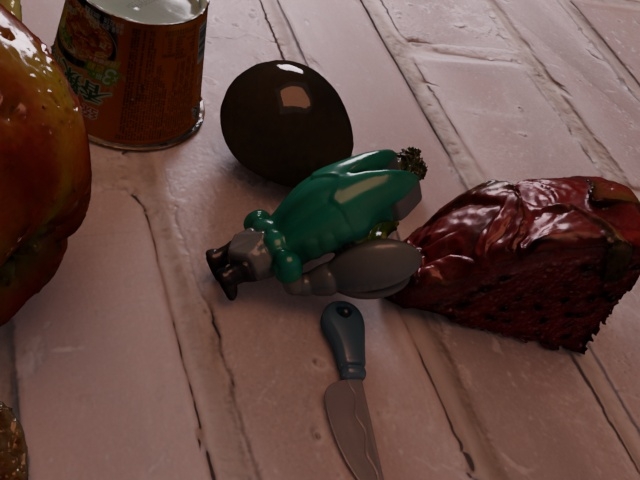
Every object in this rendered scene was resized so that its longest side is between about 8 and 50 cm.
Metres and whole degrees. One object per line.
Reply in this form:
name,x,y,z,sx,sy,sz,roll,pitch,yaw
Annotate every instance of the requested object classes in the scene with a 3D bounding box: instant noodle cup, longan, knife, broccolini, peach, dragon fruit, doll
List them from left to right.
peach,-0.409,-0.108,0.763,0.416,0.353,0.339,41,82,3
instant noodle cup,-0.251,-0.260,1.142,0.230,0.182,0.230,12,44,-12
longan,-0.042,-0.155,1.149,0.187,0.167,0.167,46,43,-7
doll,-0.003,-0.016,1.040,0.258,0.153,0.195,-7,53,7
knife,0.031,0.170,0.947,0.058,0.032,0.244,10,48,-18
broccolini,0.089,-0.047,1.175,0.058,0.067,0.216,25,51,7
dragon fruit,0.239,0.040,1.077,0.330,0.302,0.240,-10,82,-11

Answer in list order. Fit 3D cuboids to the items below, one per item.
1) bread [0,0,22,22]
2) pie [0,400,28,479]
bread,-0.489,-0.245,1.022,0.265,0.142,0.178,-2,22,-18
pie,-0.345,0.200,0.715,0.193,0.079,0.163,2,54,-21
